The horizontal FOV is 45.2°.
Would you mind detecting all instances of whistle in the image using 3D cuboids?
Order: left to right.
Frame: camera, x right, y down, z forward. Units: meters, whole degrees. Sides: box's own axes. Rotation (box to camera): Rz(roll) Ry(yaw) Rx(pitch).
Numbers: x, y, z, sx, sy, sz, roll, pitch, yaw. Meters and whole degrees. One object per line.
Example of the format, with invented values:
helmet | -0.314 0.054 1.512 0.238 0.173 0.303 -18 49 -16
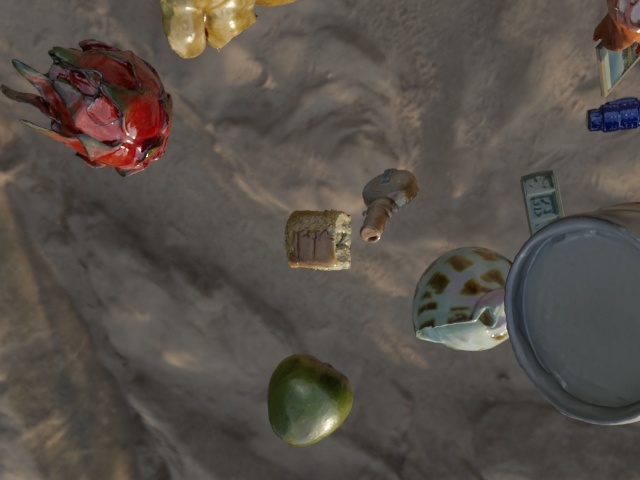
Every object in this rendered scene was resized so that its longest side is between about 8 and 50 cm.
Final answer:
whistle | 0.116 -0.072 1.408 0.107 0.220 0.057 -9 120 28

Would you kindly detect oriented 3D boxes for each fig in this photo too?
fig | -0.031 0.338 1.615 0.181 0.191 0.181 22 177 1

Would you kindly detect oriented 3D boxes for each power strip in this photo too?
power strip | 0.483 -0.025 1.636 0.078 0.272 0.052 -11 162 19

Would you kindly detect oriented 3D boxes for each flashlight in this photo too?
flashlight | 0.307 -0.122 0.705 0.121 0.057 0.035 -5 90 14

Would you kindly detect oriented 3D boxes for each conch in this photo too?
conch | 0.279 0.121 1.520 0.249 0.197 0.368 -11 159 -11

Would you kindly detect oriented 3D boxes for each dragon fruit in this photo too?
dragon fruit | -0.338 -0.211 1.178 0.193 0.192 0.274 -15 144 31

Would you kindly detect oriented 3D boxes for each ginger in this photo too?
ginger | -0.077 -0.271 0.707 0.102 0.216 0.157 9 132 38

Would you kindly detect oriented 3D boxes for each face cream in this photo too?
face cream | 0.280 0.054 0.643 0.175 0.195 0.175 12 105 53

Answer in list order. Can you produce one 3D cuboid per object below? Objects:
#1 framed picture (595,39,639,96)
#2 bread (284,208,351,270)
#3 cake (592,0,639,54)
framed picture | 0.454 -0.289 1.148 0.011 0.109 0.149 41 -178 28
bread | 0.000 0.000 1.040 0.070 0.083 0.076 -4 171 31
cake | 0.434 -0.359 0.949 0.098 0.135 0.287 24 125 7
